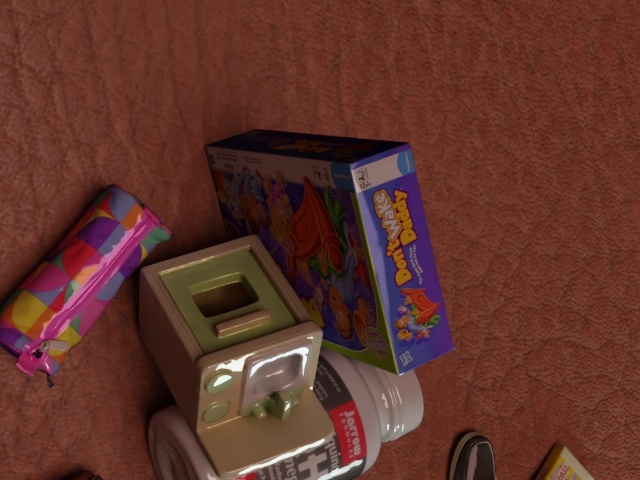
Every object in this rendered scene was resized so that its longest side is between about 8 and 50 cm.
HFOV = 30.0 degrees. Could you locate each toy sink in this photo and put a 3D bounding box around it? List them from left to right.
[{"bbox_3d":[-0.092,0.126,1.359,0.152,0.234,0.131,-17,142,-23],"label":"toy sink"}]

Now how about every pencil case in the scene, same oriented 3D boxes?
[{"bbox_3d":[-0.274,0.048,1.359,0.104,0.104,0.236,44,73,-28],"label":"pencil case"}]

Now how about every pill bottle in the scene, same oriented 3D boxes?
[{"bbox_3d":[-0.037,0.234,1.480,0.318,0.176,0.176,-21,107,-27],"label":"pill bottle"}]

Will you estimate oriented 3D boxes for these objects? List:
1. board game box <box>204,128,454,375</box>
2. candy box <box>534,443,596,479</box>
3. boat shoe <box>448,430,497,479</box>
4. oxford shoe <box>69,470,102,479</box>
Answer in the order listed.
[{"bbox_3d":[0.000,0.000,1.371,0.078,0.347,0.233,-21,107,-26],"label":"board game box"},{"bbox_3d":[0.341,0.422,1.806,0.105,0.027,0.206,47,67,-25],"label":"candy box"},{"bbox_3d":[0.233,0.390,1.722,0.080,0.073,0.224,-2,98,-31],"label":"boat shoe"},{"bbox_3d":[-0.347,0.317,1.374,0.212,0.076,0.076,-30,71,-35],"label":"oxford shoe"}]
